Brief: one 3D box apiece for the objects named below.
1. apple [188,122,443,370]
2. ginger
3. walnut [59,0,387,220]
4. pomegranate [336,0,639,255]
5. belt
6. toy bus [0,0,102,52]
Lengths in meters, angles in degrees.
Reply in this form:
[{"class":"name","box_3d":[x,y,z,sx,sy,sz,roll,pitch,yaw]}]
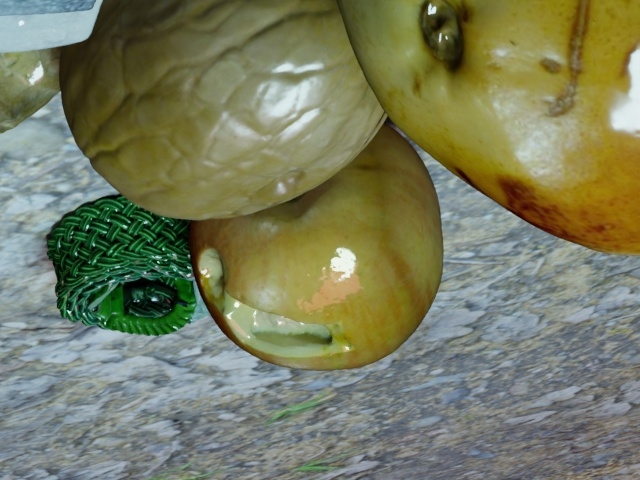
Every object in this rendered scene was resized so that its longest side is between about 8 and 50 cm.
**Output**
[{"class":"apple","box_3d":[0.000,0.000,1.172,0.199,0.199,0.199,-13,157,-6]},{"class":"ginger","box_3d":[-0.236,-0.074,0.994,0.214,0.058,0.133,-26,159,27]},{"class":"walnut","box_3d":[-0.045,-0.097,0.936,0.207,0.167,0.167,-27,154,27]},{"class":"pomegranate","box_3d":[0.161,-0.151,0.809,0.319,0.319,0.319,-13,157,-6]},{"class":"belt","box_3d":[-0.126,0.026,1.267,0.151,0.079,0.121,6,149,-42]},{"class":"toy bus","box_3d":[-0.106,-0.207,0.672,0.097,0.138,0.342,-7,154,-25]}]
